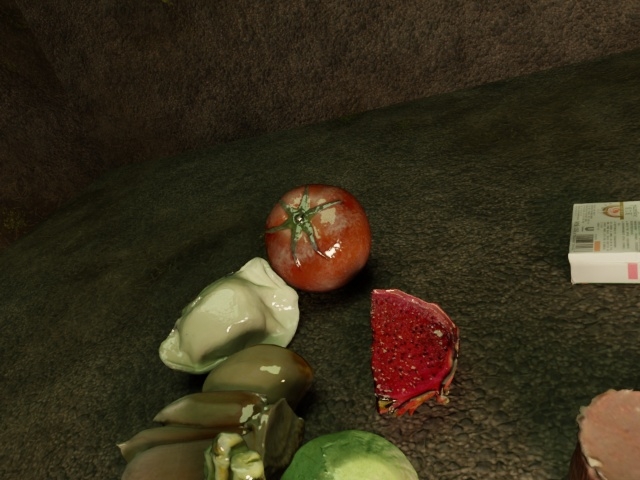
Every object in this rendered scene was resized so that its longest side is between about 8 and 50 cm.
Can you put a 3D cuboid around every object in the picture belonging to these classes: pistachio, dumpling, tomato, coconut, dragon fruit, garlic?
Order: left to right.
[{"bbox_3d":[-0.189,0.377,0.866,0.325,0.132,0.279,-19,29,17],"label":"garlic"},{"bbox_3d":[-0.192,0.200,1.213,0.242,0.187,0.318,36,67,12],"label":"dumpling"},{"bbox_3d":[-0.116,0.269,1.017,0.215,0.144,0.144,-8,30,16],"label":"pistachio"},{"bbox_3d":[0.000,0.000,1.301,0.264,0.265,0.265,-16,28,9],"label":"tomato"},{"bbox_3d":[0.032,0.359,0.689,0.204,0.236,0.236,-17,25,-21],"label":"coconut"},{"bbox_3d":[0.171,0.216,0.951,0.161,0.126,0.274,-5,39,7],"label":"dragon fruit"}]

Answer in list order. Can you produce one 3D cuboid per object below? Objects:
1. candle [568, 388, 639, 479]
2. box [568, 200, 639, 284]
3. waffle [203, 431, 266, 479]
[{"bbox_3d":[0.458,0.303,0.594,0.287,0.132,0.317,-20,37,-13],"label":"candle"},{"bbox_3d":[0.585,0.001,1.087,0.135,0.081,0.199,-1,35,31],"label":"box"},{"bbox_3d":[-0.067,0.383,0.598,0.056,0.292,0.309,-14,44,-29],"label":"waffle"}]
